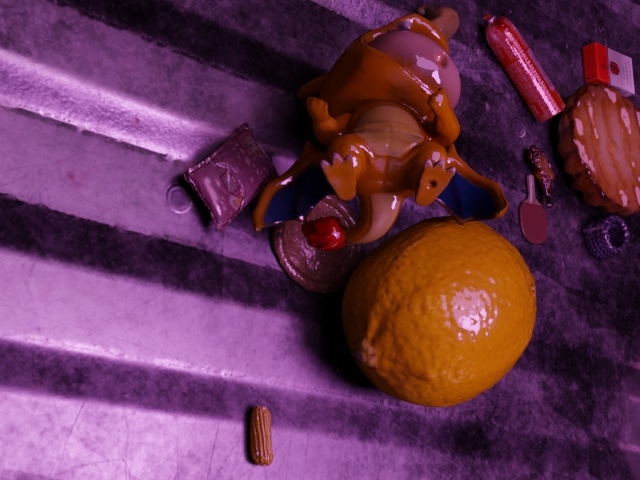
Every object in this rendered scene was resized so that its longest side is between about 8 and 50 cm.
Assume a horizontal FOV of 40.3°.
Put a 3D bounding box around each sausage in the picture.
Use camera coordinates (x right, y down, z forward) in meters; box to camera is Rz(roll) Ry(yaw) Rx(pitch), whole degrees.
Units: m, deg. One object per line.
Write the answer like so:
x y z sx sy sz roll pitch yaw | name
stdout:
0.446 -0.392 1.944 0.274 0.074 0.074 53 53 -15 | sausage

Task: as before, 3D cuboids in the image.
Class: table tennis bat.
0.464 -0.068 1.912 0.087 0.013 0.157 6 76 -34 | table tennis bat

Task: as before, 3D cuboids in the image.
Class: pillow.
-0.145 -0.105 1.430 0.118 0.043 0.185 57 45 -13 | pillow

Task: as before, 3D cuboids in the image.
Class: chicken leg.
0.492 -0.143 1.932 0.062 0.037 0.145 -26 97 -55 | chicken leg

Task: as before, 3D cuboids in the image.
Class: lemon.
0.198 0.117 1.467 0.336 0.336 0.336 11 72 -35 | lemon

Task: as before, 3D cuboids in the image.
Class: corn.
-0.093 0.306 1.366 0.037 0.037 0.092 9 74 -36 | corn

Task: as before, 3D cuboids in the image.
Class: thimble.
0.664 -0.008 2.015 0.104 0.066 0.095 -1 76 -38 | thimble

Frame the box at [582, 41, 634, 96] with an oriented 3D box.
0.721 -0.425 2.182 0.152 0.048 0.100 11 70 -37 | box

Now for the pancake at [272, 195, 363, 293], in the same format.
-0.001 0.000 1.527 0.199 0.021 0.199 10 74 -36 | pancake

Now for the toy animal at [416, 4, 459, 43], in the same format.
0.216 -0.403 1.749 0.103 0.101 0.219 54 53 -16 | toy animal

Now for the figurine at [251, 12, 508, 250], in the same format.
0.074 -0.172 1.408 0.387 0.400 0.268 -88 165 -50 | figurine

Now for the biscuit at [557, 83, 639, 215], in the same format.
0.669 -0.209 2.049 0.325 0.107 0.326 13 67 -34 | biscuit
